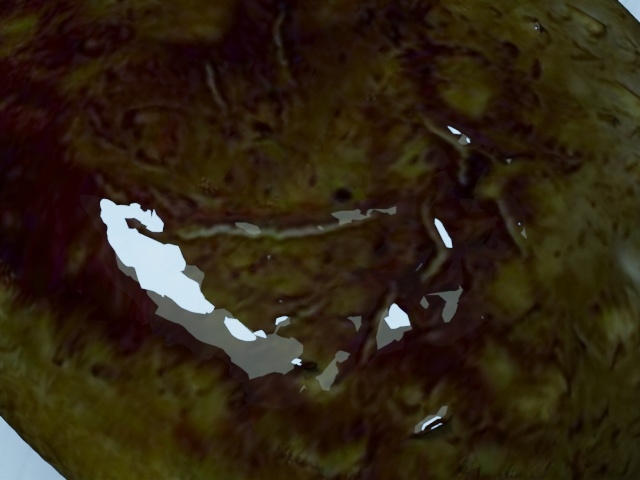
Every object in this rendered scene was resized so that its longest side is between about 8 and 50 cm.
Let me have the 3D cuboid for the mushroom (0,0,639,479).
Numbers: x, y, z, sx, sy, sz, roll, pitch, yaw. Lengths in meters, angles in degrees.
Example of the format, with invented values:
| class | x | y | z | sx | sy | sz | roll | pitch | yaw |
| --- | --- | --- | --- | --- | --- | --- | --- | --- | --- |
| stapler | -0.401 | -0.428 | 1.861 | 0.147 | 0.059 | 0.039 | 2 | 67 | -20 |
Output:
| class | x | y | z | sx | sy | sz | roll | pitch | yaw |
| --- | --- | --- | --- | --- | --- | --- | --- | --- | --- |
| mushroom | 0.002 | -0.013 | 0.793 | 0.345 | 0.239 | 0.345 | 3 | 79 | -14 |
